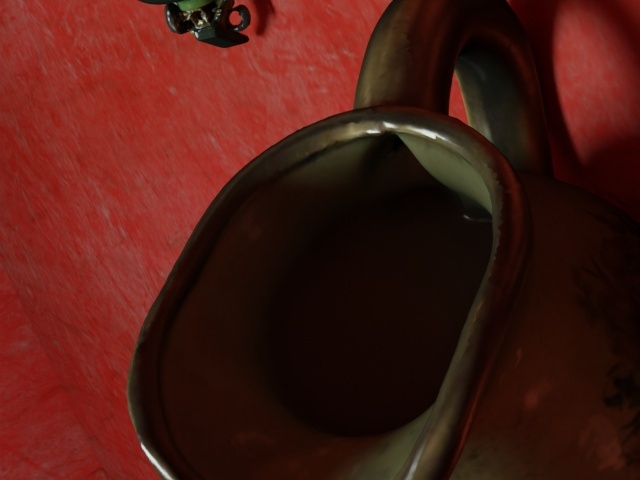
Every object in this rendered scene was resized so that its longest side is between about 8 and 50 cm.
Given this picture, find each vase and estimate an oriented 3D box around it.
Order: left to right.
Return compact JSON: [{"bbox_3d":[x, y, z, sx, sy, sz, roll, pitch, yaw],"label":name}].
[{"bbox_3d":[0.064,0.022,0.820,0.302,0.241,0.329,41,-131,-53],"label":"vase"}]

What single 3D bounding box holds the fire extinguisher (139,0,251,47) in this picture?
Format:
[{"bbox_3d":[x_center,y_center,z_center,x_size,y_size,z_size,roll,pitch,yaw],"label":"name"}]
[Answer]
[{"bbox_3d":[-0.118,-0.265,1.154,0.114,0.095,0.311,-67,-39,-64],"label":"fire extinguisher"}]
